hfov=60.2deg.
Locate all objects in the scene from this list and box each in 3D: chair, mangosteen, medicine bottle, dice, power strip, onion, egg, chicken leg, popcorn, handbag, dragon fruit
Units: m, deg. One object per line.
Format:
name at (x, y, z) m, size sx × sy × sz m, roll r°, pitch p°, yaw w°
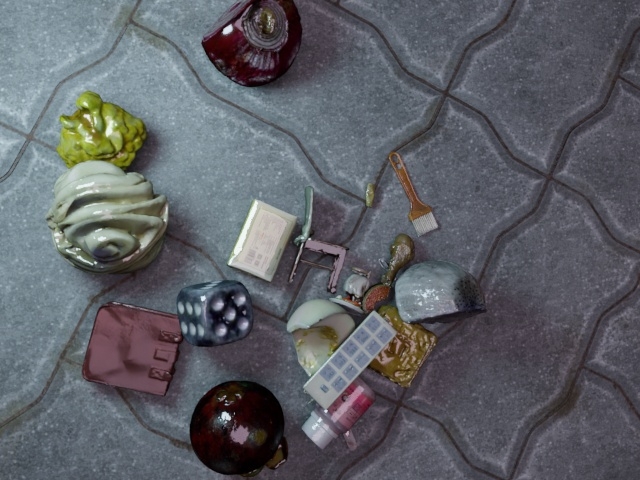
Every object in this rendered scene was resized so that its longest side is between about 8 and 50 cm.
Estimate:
chair at (0.000, 0.000, 1.818) m, size 0.186 × 0.160 × 0.319 m, roll 15°, pitch 85°, yaw -3°
mangosteen at (-0.248, 0.575, 1.685) m, size 0.311 × 0.311 × 0.311 m, roll 1°, pitch 87°, yaw -10°
medicine bottle at (0.057, 0.553, 1.802) m, size 0.147 × 0.147 × 0.247 m, roll 45°, pitch 80°, yaw -5°
dice at (-0.325, 0.222, 1.706) m, size 0.183 × 0.182 × 0.181 m, roll -9°, pitch 93°, yaw -40°
power strip at (0.090, 0.382, 1.748) m, size 0.106 × 0.043 × 0.367 m, roll 43°, pitch 84°, yaw 7°
onion at (-0.190, -0.644, 1.761) m, size 0.260 × 0.282 × 0.336 m, roll 45°, pitch 70°, yaw -25°
egg at (-0.010, 0.289, 1.797) m, size 0.206 × 0.162 × 0.271 m, roll -32°, pitch 135°, yaw -23°
chicken leg at (0.265, 0.071, 1.888) m, size 0.085 × 0.069 × 0.198 m, roll 39°, pitch 70°, yaw -31°
popcorn at (-0.679, -0.304, 1.681) m, size 0.242 × 0.235 × 0.250 m, roll 30°, pitch 95°, yaw -25°
handbag at (-0.581, 0.337, 1.732) m, size 0.275 × 0.084 × 0.260 m, roll 12°, pitch 84°, yaw -9°
dragon fruit at (0.400, 0.157, 1.803) m, size 0.283 × 0.221 × 0.204 m, roll 3°, pitch 70°, yaw -37°

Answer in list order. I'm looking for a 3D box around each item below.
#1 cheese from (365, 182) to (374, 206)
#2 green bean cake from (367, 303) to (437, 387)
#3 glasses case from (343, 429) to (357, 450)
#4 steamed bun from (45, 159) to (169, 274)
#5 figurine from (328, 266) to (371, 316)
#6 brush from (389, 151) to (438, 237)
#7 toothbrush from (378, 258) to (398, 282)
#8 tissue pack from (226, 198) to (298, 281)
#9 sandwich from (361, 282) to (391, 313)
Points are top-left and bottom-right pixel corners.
cheese at (0.171, -0.158, 1.910) m, size 0.030 × 0.044 × 0.083 m, roll 5°, pitch 88°, yaw 7°
green bean cake at (0.248, 0.353, 1.851) m, size 0.224 × 0.131 × 0.229 m, roll 33°, pitch 81°, yaw -5°
glasses case at (0.098, 0.668, 1.863) m, size 0.032 × 0.021 × 0.083 m, roll -22°, pitch 91°, yaw -8°
steamed bun at (-0.636, -0.042, 1.619) m, size 0.339 × 0.247 × 0.352 m, roll 20°, pitch 126°, yaw -10°
figurine at (0.109, 0.161, 1.850) m, size 0.132 × 0.132 × 0.153 m, roll 26°, pitch 74°, yaw -8°
brush at (0.317, -0.170, 1.951) m, size 0.090 × 0.017 × 0.314 m, roll -25°, pitch 91°, yaw -13°
toothbrush at (0.292, 0.171, 1.922) m, size 0.019 × 0.025 × 0.275 m, roll -39°, pitch 94°, yaw -11°
tissue pack at (-0.191, 0.005, 1.796) m, size 0.159 × 0.125 × 0.234 m, roll 22°, pitch 82°, yaw -9°
sandwich at (0.186, 0.191, 1.900) m, size 0.135 × 0.029 × 0.067 m, roll -42°, pitch 100°, yaw -10°
